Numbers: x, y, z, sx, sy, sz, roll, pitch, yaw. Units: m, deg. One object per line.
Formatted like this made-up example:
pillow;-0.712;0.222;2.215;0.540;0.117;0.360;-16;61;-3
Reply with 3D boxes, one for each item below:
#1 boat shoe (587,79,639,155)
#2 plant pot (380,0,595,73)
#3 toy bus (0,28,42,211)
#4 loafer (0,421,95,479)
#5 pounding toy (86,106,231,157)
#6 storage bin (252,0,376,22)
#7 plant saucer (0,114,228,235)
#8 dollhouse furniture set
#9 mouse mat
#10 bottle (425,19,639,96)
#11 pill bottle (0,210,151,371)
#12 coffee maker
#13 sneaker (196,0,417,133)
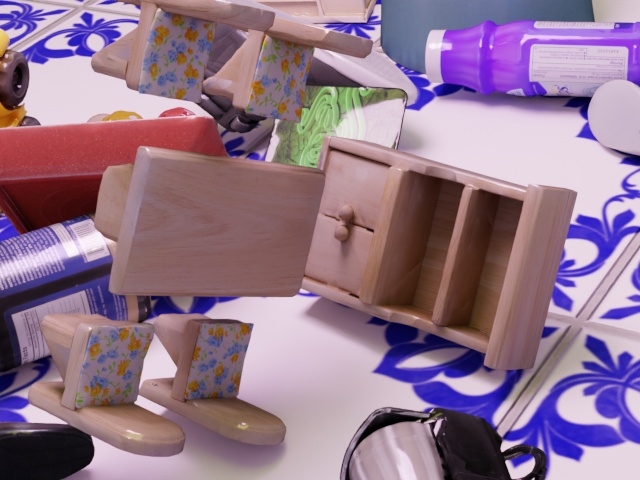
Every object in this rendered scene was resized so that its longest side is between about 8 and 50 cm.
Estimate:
boat shoe;0.384;-0.121;1.677;0.070;0.077;0.219;15;13;-31
plant pot;0.215;-0.383;1.973;0.293;0.235;0.293;-5;30;3
toy bus;-0.423;-0.108;1.671;0.149;0.220;0.211;8;40;14
loafer;-0.281;0.180;1.311;0.170;0.062;0.061;-5;26;1
pounding toy;-0.196;-0.117;1.734;0.183;0.110;0.237;-10;32;-6
storage bin;-0.038;-0.428;2.206;0.260;0.123;0.262;1;32;14
plant saucer;-0.216;-0.042;1.533;0.259;0.258;0.047;-3;67;6
dollhouse furniture set;0.000;0.000;1.290;0.256;0.362;0.394;18;9;38
mouse mat;0.010;-0.091;1.655;0.153;0.007;0.189;4;65;18
bottle;0.272;-0.221;1.816;0.283;0.092;0.118;3;-1;16
pill bottle;-0.286;0.056;1.453;0.219;0.122;0.123;-19;33;-20
coffee maker;0.114;0.214;1.120;0.171;0.120;0.178;-10;32;-7
sneaker;-0.035;-0.182;1.770;0.296;0.146;0.104;24;19;12
